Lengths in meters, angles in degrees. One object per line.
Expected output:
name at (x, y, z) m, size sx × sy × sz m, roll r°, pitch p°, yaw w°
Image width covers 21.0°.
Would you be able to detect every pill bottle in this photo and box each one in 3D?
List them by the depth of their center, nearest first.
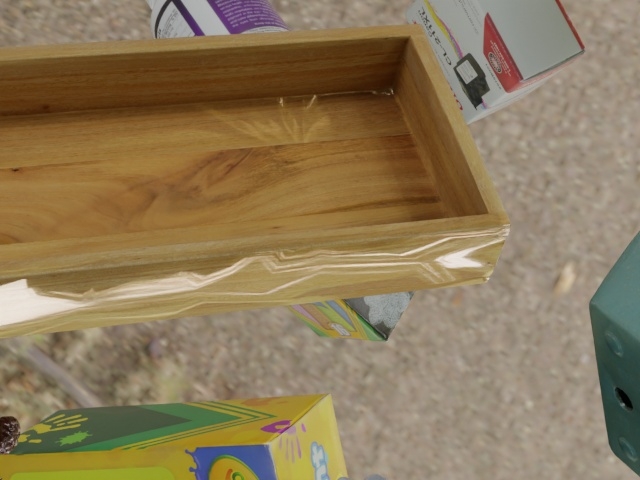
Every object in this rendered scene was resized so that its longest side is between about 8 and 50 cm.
pill bottle at (-0.089, -0.185, 1.576) m, size 0.108 × 0.193 × 0.108 m, roll -22°, pitch 145°, yaw -17°

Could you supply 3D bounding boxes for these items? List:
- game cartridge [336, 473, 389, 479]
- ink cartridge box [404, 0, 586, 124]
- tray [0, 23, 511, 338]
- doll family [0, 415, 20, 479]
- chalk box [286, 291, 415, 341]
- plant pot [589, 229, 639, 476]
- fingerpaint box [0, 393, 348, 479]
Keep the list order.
game cartridge at (-0.066, 0.265, 1.000) m, size 0.297 × 0.062 × 0.198 m, roll -23°, pitch 134°, yaw -52°
ink cartridge box at (0.154, -0.189, 1.566) m, size 0.072 × 0.175 × 0.127 m, roll -28°, pitch 87°, yaw -15°
tray at (-0.096, -0.045, 1.196) m, size 0.411 × 0.202 × 0.076 m, roll -5°, pitch 141°, yaw -20°
doll family at (-0.271, 0.186, 1.191) m, size 0.076 × 0.111 × 0.193 m, roll 31°, pitch 74°, yaw -69°
chalk box at (0.000, 0.000, 1.940) m, size 0.213 × 0.132 × 0.132 m, roll 44°, pitch 65°, yaw -28°
plant pot at (0.248, 0.030, 0.789) m, size 0.234 × 0.166 × 0.165 m, roll -29°, pitch 132°, yaw -16°
fingerpaint box at (-0.135, 0.411, 1.953) m, size 0.163 × 0.371 × 0.444 m, roll -33°, pitch 114°, yaw -60°
